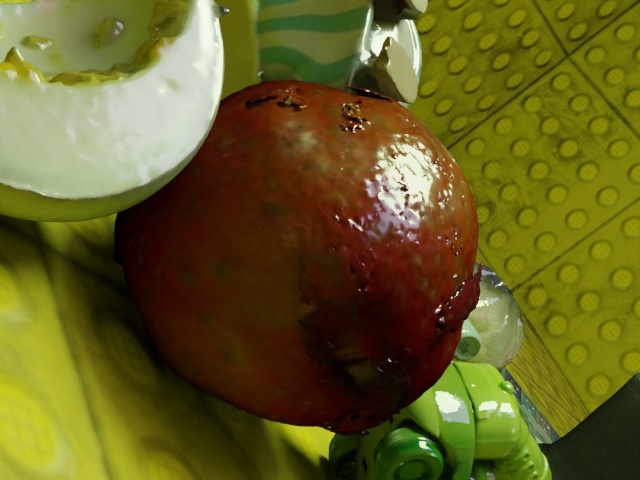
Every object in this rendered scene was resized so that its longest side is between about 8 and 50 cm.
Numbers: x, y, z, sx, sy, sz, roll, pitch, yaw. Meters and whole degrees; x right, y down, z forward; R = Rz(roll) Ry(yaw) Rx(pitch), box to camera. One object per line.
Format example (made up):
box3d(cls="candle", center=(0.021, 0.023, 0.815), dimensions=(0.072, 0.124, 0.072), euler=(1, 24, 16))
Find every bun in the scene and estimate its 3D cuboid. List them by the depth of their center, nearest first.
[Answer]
box3d(cls="bun", center=(0.254, 0.119, 1.929), dimensions=(0.273, 0.168, 0.273), euler=(45, 6, -6))

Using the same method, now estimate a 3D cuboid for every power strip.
box3d(cls="power strip", center=(0.383, 0.352, 2.016), dimensions=(0.216, 0.061, 0.145), euler=(51, 18, -6))

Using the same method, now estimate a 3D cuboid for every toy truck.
box3d(cls="toy truck", center=(0.115, 0.187, 0.994), dimensions=(0.148, 0.210, 0.187), euler=(-109, -171, -52))

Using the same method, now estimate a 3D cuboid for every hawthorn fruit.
box3d(cls="hawthorn fruit", center=(-0.021, 0.011, 0.892), dimensions=(0.316, 0.316, 0.316), euler=(49, 12, -14))

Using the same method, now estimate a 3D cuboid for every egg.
box3d(cls="egg", center=(-0.207, -0.101, 0.785), dimensions=(0.271, 0.161, 0.206), euler=(-14, 82, -34))

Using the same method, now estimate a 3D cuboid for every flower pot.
box3d(cls="flower pot", center=(0.356, 0.238, 1.143), dimensions=(0.235, 0.148, 0.235), euler=(31, 11, -7))

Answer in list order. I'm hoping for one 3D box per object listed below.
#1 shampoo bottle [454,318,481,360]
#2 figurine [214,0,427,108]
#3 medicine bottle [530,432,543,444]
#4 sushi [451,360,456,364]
box3d(cls="shampoo bottle", center=(0.126, 0.055, 1.282), dimensions=(0.191, 0.041, 0.069), euler=(59, 9, 34))
box3d(cls="figurine", center=(0.010, -0.129, 1.192), dimensions=(0.377, 0.361, 0.266), euler=(33, 59, -51))
box3d(cls="medicine bottle", center=(0.236, 0.321, 1.266), dimensions=(0.143, 0.147, 0.147), euler=(53, 11, -5))
box3d(cls="sushi", center=(0.069, 0.127, 1.260), dimensions=(0.124, 0.127, 0.225), euler=(58, 15, 28))
